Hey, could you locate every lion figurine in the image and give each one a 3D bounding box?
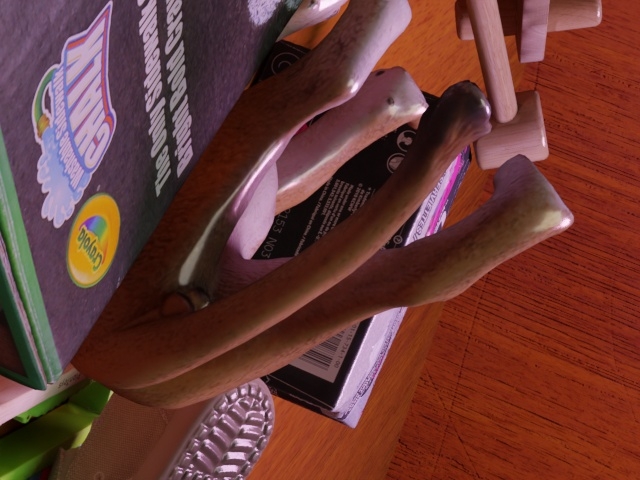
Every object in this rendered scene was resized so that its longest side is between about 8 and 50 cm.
[{"bbox_3d":[-0.058,-0.012,0.610,0.240,0.142,0.392,-34,-172,1],"label":"lion figurine"}]

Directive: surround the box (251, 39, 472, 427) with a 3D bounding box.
[{"bbox_3d":[0.000,0.000,1.119,0.142,0.163,0.247,58,55,-76],"label":"box"}]

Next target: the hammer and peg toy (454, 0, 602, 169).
[{"bbox_3d":[0.165,-0.257,1.147,0.266,0.127,0.361,70,15,-71],"label":"hammer and peg toy"}]

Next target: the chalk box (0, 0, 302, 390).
[{"bbox_3d":[-0.124,-0.088,0.419,0.289,0.179,0.180,-60,166,-30],"label":"chalk box"}]

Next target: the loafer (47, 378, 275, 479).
[{"bbox_3d":[-0.134,0.182,0.888,0.268,0.092,0.102,-52,138,-8],"label":"loafer"}]

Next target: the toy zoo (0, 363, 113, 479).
[{"bbox_3d":[-0.208,0.207,0.905,0.192,0.030,0.293,-28,138,-72],"label":"toy zoo"}]
